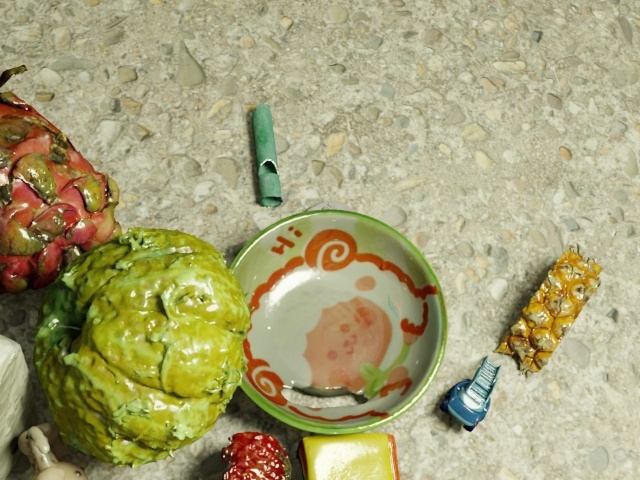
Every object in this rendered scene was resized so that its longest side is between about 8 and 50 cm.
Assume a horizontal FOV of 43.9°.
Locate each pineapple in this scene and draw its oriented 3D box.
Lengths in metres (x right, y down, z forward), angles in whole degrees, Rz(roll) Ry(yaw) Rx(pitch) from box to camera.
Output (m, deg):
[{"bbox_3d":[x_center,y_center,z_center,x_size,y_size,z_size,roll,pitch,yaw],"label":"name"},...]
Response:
[{"bbox_3d":[0.366,0.089,1.221,0.079,0.135,0.233,34,62,10],"label":"pineapple"}]

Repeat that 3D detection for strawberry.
[{"bbox_3d":[-0.081,0.310,1.010,0.086,0.145,0.145,6,60,3],"label":"strawberry"}]

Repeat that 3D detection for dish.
[{"bbox_3d":[0.013,0.126,1.147,0.324,0.124,0.324,2,67,-5],"label":"dish"}]

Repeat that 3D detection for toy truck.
[{"bbox_3d":[0.227,0.221,1.169,0.063,0.074,0.136,37,21,8],"label":"toy truck"}]

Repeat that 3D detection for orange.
[{"bbox_3d":[-0.234,0.131,0.988,0.223,0.300,0.301,28,53,-45],"label":"orange"}]

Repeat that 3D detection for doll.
[{"bbox_3d":[-0.289,0.347,0.946,0.119,0.154,0.278,-25,68,-18],"label":"doll"}]

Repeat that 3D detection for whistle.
[{"bbox_3d":[-0.090,-0.143,1.320,0.039,0.039,0.186,-2,62,-11],"label":"whistle"}]

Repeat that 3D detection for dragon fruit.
[{"bbox_3d":[-0.417,-0.059,1.103,0.291,0.250,0.269,23,36,-11],"label":"dragon fruit"}]

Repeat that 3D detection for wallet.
[{"bbox_3d":[0.051,0.379,1.049,0.141,0.067,0.241,-1,66,-16],"label":"wallet"}]

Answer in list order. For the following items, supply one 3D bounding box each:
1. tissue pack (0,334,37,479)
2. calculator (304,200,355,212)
[{"bbox_3d":[-0.541,0.171,0.932,0.356,0.266,0.194,23,54,2],"label":"tissue pack"},{"bbox_3d":[0.000,0.000,1.266,0.103,0.024,0.166,36,59,10],"label":"calculator"}]
